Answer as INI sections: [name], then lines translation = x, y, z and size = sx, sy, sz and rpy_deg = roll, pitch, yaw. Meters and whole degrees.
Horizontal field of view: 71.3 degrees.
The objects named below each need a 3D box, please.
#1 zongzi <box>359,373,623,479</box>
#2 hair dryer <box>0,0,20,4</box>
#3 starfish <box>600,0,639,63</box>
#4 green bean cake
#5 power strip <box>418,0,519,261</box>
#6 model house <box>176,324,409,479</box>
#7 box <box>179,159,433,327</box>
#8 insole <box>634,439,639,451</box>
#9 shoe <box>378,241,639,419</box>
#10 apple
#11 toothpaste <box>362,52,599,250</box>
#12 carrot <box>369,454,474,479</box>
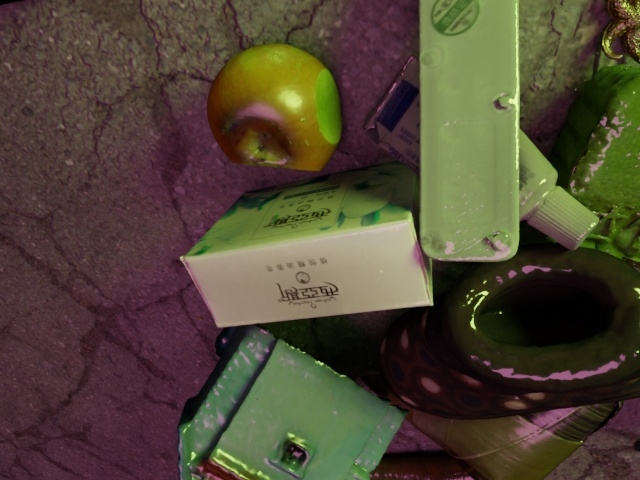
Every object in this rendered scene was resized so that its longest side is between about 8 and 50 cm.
[zongzi]
translation = 0.252, 0.227, 0.712
size = 0.318, 0.154, 0.289
rpy_deg = 32, 114, 11
[hair dryer]
translation = -0.318, -0.422, 0.475
size = 0.303, 0.116, 0.244
rpy_deg = -13, 118, 8
[starfish]
translation = 0.329, -0.234, 0.462
size = 0.078, 0.028, 0.091
rpy_deg = 25, 121, -9
[green bean cake]
translation = 0.369, -0.075, 0.499
size = 0.201, 0.113, 0.214
rpy_deg = 14, 124, 4
[power strip]
translation = 0.145, -0.172, 0.439
size = 0.091, 0.062, 0.384
rpy_deg = 0, 93, 21
[model house]
translation = -0.085, 0.324, 0.683
size = 0.295, 0.329, 0.252
rpy_deg = 34, 161, -10
[box]
translation = 0.000, -0.002, 0.581
size = 0.275, 0.203, 0.116
rpy_deg = -9, 117, 19
[insole]
translation = 0.629, 0.359, 0.768
size = 0.153, 0.002, 0.053
rpy_deg = -5, 119, 17
[shoe]
translation = 0.213, 0.128, 0.572
size = 0.384, 0.171, 0.237
rpy_deg = -15, 145, 35
[apple]
translation = -0.057, -0.148, 0.538
size = 0.147, 0.147, 0.163
rpy_deg = -4, 122, 17
[toothpaste]
translation = 0.175, -0.092, 0.503
size = 0.099, 0.068, 0.282
rpy_deg = -43, 68, -7
[carrot]
translation = 0.204, 0.471, 0.907
size = 0.343, 0.070, 0.070
rpy_deg = -13, 117, 23
